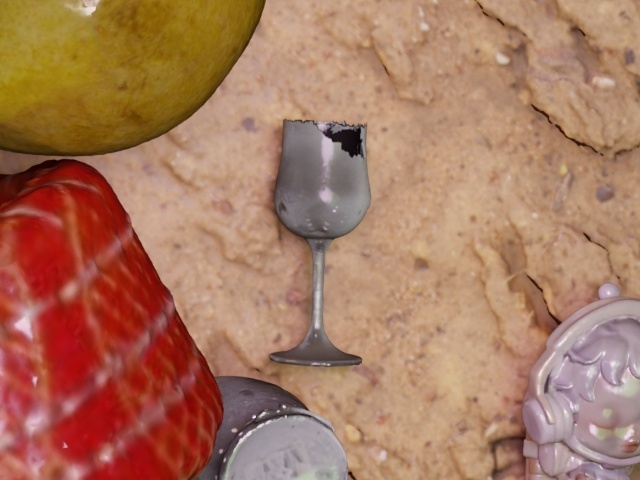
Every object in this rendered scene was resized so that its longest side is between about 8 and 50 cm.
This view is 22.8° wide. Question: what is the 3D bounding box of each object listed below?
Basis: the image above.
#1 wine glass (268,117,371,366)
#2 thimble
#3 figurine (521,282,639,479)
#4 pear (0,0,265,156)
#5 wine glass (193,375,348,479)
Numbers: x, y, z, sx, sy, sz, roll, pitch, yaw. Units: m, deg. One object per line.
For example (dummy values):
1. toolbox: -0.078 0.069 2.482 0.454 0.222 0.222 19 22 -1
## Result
1. wine glass: 0.000 0.000 1.274 0.079 0.079 0.196 1 93 -19
2. thimble: -0.253 0.101 1.059 0.350 0.350 0.231 -27 101 -16
3. figurine: 0.242 0.155 1.331 0.162 0.141 0.237 14 87 -24
4. pear: -0.175 -0.204 1.095 0.303 0.304 0.304 -1 93 -19
5. wine glass: -0.056 0.160 1.194 0.111 0.204 0.111 -1 94 -21
